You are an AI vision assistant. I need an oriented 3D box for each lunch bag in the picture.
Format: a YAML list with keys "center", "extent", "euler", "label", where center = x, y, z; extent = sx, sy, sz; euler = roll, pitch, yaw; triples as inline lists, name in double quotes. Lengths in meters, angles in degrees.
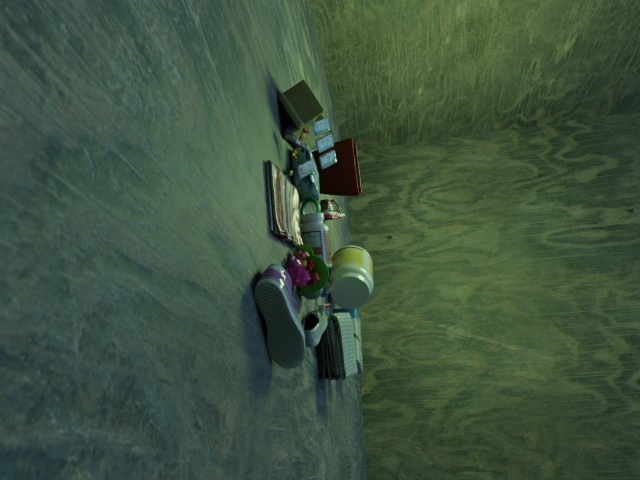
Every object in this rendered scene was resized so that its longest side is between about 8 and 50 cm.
- center: [-0.059, -0.270, 1.840]
  extent: [0.219, 0.090, 0.175]
  euler: [67, 16, -66]
  label: "lunch bag"

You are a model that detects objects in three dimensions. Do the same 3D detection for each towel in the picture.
- center: [0.070, 0.458, 1.957]
  extent: [0.235, 0.122, 0.283]
  euler: [25, 57, -71]
  label: "towel"
- center: [-0.117, -0.111, 1.513]
  extent: [0.329, 0.037, 0.236]
  euler: [41, 42, -77]
  label: "towel"

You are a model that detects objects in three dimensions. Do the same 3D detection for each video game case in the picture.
- center: [0.035, 0.444, 2.132]
  extent: [0.204, 0.025, 0.284]
  euler: [35, 50, -78]
  label: "video game case"

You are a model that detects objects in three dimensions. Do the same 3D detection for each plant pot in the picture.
- center: [0.064, -0.342, 2.205]
  extent: [0.267, 0.236, 0.266]
  euler: [-43, 127, -78]
  label: "plant pot"

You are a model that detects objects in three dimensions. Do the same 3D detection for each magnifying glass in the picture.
- center: [-0.044, -0.059, 1.839]
  extent: [0.026, 0.092, 0.230]
  euler: [2, 93, -53]
  label: "magnifying glass"

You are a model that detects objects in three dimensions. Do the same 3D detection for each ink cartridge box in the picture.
- center: [0.154, 0.555, 2.480]
  extent: [0.223, 0.129, 0.307]
  euler: [72, 14, -54]
  label: "ink cartridge box"

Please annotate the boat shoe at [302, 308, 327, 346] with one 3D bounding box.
- center: [-0.022, 0.303, 1.673]
  extent: [0.227, 0.080, 0.081]
  euler: [-66, 153, -68]
  label: "boat shoe"

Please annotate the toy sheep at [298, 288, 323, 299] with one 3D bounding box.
- center: [-0.033, 0.178, 1.668]
  extent: [0.132, 0.091, 0.091]
  euler: [48, 36, -76]
  label: "toy sheep"

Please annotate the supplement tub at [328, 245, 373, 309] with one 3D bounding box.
- center: [0.166, 0.197, 2.451]
  extent: [0.331, 0.241, 0.240]
  euler: [-78, 160, -63]
  label: "supplement tub"

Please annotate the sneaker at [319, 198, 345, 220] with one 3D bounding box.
- center: [0.062, -0.169, 2.450]
  extent: [0.299, 0.121, 0.111]
  euler: [-23, 104, -81]
  label: "sneaker"

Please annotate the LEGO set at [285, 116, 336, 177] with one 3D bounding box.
- center: [-0.035, -0.329, 1.667]
  extent: [0.244, 0.060, 0.182]
  euler: [-31, 124, -30]
  label: "LEGO set"

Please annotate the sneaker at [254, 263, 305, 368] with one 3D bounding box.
- center: [-0.095, 0.196, 1.221]
  extent: [0.161, 0.102, 0.281]
  euler: [-83, 165, -68]
  label: "sneaker"

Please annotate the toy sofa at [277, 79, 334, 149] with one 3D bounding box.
- center: [-0.071, -0.480, 1.819]
  extent: [0.150, 0.177, 0.362]
  euler: [60, 7, 6]
  label: "toy sofa"

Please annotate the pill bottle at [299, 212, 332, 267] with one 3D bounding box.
- center: [-0.023, 0.005, 1.751]
  extent: [0.121, 0.121, 0.215]
  euler: [24, 60, -80]
  label: "pill bottle"

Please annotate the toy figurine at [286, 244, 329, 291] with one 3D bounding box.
- center: [-0.064, 0.091, 1.510]
  extent: [0.173, 0.130, 0.159]
  euler: [70, 16, 10]
  label: "toy figurine"

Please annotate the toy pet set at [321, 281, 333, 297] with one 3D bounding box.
- center: [0.000, 0.205, 2.042]
  extent: [0.114, 0.065, 0.122]
  euler: [48, -15, 31]
  label: "toy pet set"
